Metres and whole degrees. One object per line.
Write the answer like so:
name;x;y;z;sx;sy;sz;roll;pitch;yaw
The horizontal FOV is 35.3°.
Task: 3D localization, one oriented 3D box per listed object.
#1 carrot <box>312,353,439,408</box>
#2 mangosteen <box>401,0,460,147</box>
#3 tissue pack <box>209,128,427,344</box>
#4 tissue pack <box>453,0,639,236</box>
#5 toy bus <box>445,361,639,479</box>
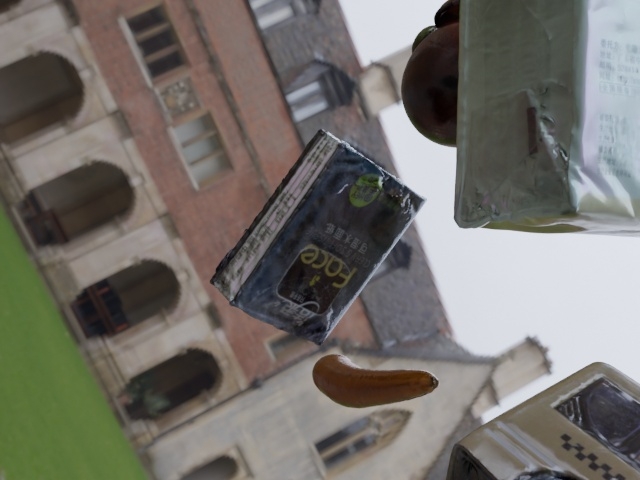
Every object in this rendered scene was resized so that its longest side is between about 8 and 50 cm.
carrot;0.058;0.184;1.276;0.271;0.066;0.062;180;-95;-65
mangosteen;0.186;-0.221;1.315;0.200;0.200;0.200;58;-12;21
tissue pack;0.000;0.000;1.226;0.173;0.235;0.073;31;8;-42
tissue pack;0.350;-0.168;1.107;0.205;0.405;0.332;-4;-96;56
toy bus;0.200;0.196;0.493;0.289;0.157;0.139;36;-40;39
